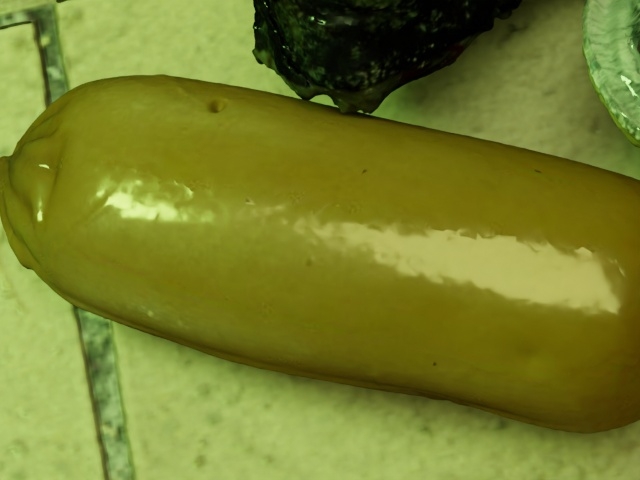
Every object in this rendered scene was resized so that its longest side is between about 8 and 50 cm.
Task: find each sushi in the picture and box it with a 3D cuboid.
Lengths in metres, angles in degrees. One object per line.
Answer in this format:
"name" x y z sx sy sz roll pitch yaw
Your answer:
"sushi" 0.038 -0.154 0.938 0.147 0.115 0.212 25 46 28

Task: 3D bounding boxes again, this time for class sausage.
"sausage" -0.001 -0.001 0.913 0.354 0.116 0.134 11 84 11

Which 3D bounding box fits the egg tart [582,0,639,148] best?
"egg tart" 0.240 -0.098 0.902 0.234 0.094 0.234 5 54 -7
